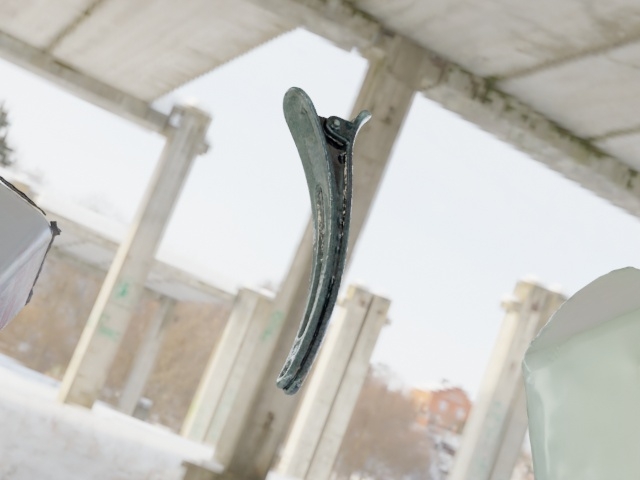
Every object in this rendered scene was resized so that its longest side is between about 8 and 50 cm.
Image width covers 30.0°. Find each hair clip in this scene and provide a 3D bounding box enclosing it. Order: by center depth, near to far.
[{"bbox_3d":[0.000,0.000,1.013,0.083,0.275,0.048,17,-28,-28],"label":"hair clip"}]

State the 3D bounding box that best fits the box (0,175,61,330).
[{"bbox_3d":[-0.392,0.107,1.078,0.112,0.370,0.190,39,-38,0],"label":"box"}]

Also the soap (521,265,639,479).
[{"bbox_3d":[0.209,0.138,0.383,0.115,0.208,0.347,-25,-40,33],"label":"soap"}]
